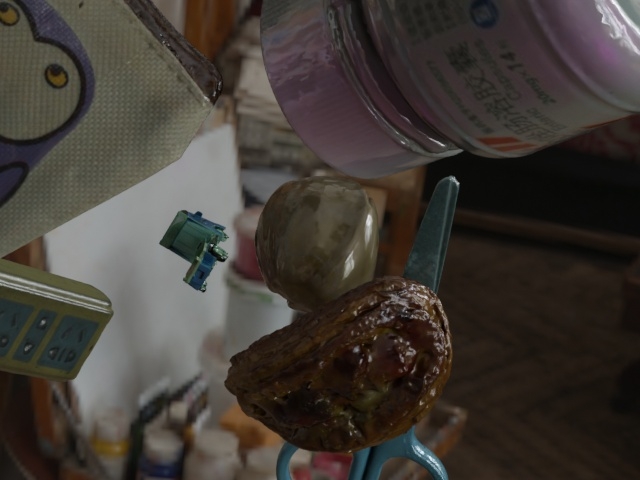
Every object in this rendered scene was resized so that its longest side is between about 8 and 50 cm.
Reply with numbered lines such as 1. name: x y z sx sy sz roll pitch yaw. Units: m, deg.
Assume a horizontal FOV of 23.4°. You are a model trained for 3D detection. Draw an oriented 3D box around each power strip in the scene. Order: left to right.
1. power strip: -0.307 0.052 1.269 0.066 0.092 0.387 36 8 31

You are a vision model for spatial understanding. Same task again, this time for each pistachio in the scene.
1. pistachio: 0.000 0.000 1.762 0.153 0.138 0.238 -36 19 6

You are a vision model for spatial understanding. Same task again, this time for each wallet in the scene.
1. wallet: -0.247 -0.138 0.978 0.335 0.275 0.068 50 8 -3

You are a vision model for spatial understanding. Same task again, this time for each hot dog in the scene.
1. hot dog: 0.019 0.118 1.428 0.160 0.227 0.099 35 33 -29

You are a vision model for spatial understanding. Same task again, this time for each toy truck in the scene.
1. toy truck: -0.174 0.013 2.095 0.081 0.067 0.175 30 13 -10

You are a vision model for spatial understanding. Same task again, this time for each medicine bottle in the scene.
1. medicine bottle: 0.124 -0.181 1.181 0.302 0.241 0.241 -19 6 41

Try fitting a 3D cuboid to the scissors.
1. scissors: 0.080 0.127 1.617 0.192 0.447 0.029 14 29 0
